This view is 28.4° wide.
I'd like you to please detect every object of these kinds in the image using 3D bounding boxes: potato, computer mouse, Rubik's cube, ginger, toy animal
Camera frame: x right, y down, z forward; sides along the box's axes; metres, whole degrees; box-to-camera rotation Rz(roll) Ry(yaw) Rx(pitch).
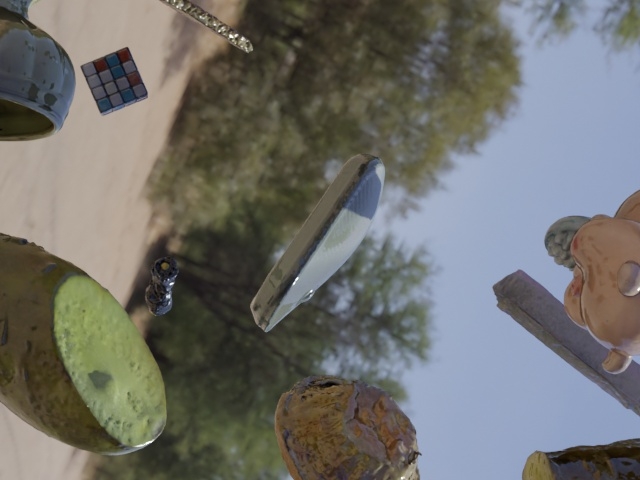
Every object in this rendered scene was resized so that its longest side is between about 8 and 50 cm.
[{"bbox_3d":[-0.278,0.102,1.281,0.176,0.298,0.141,-45,-171,50],"label":"potato"},{"bbox_3d":[0.005,0.004,1.953,0.331,0.095,0.197,-56,176,-27],"label":"computer mouse"},{"bbox_3d":[-0.364,-0.280,2.236,0.092,0.092,0.092,-23,-174,-6],"label":"Rubik's cube"},{"bbox_3d":[0.381,0.310,1.622,0.109,0.263,0.116,-50,-136,49],"label":"ginger"},{"bbox_3d":[0.446,0.040,1.733,0.229,0.221,0.210,-114,-167,-48],"label":"toy animal"}]

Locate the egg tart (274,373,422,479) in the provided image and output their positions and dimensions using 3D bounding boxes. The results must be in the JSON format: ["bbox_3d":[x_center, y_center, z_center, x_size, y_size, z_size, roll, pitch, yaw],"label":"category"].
[{"bbox_3d":[0.075,0.384,2.386,0.150,0.352,0.352,-48,-168,30],"label":"egg tart"}]

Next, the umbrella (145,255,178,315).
[{"bbox_3d":[-0.212,0.065,1.674,0.040,0.037,0.144,-47,171,-27],"label":"umbrella"}]

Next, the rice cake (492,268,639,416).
[{"bbox_3d":[0.429,0.176,2.049,0.073,0.365,0.056,-52,177,-20],"label":"rice cake"}]

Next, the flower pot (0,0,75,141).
[{"bbox_3d":[-0.501,-0.292,1.833,0.307,0.307,0.244,132,-36,-75],"label":"flower pot"}]

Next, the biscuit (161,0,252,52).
[{"bbox_3d":[-0.218,-0.379,2.067,0.131,0.237,0.026,36,-82,41],"label":"biscuit"}]
